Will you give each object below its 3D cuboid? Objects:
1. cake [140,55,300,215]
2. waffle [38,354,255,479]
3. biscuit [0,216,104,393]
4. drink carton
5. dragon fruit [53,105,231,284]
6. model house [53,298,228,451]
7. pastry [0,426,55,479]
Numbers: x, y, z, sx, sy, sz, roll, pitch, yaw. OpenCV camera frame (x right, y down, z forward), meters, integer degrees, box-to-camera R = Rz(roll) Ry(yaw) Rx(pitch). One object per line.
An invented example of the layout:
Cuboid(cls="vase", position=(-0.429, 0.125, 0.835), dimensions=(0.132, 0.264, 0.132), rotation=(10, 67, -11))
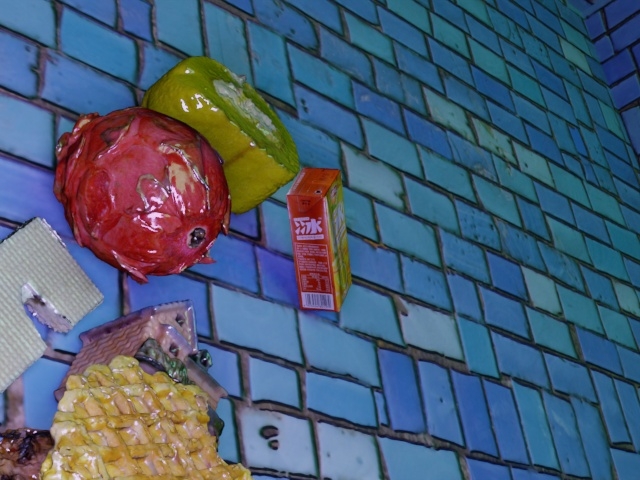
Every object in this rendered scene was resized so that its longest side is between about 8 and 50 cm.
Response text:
Cuboid(cls="cake", position=(-0.163, -0.175, 1.653), dimensions=(0.260, 0.156, 0.179), rotation=(44, 20, -28))
Cuboid(cls="waffle", position=(-0.165, 0.235, 1.087), dimensions=(0.291, 0.051, 0.291), rotation=(35, 21, -16))
Cuboid(cls="biscuit", position=(-0.377, 0.082, 1.266), dimensions=(0.147, 0.046, 0.250), rotation=(52, 33, -10))
Cuboid(cls="drink carton", position=(0.000, 0.000, 1.678), dimensions=(0.096, 0.071, 0.223), rotation=(-63, 151, -53))
Cuboid(cls="dragon fruit", position=(-0.241, -0.067, 1.396), dimensions=(0.241, 0.252, 0.241), rotation=(-18, 113, -50))
Cuboid(cls="model house", position=(-0.204, 0.168, 1.321), dimensions=(0.183, 0.166, 0.172), rotation=(53, 29, -27))
Cuboid(cls="pastry", position=(-0.284, 0.321, 1.089), dimensions=(0.275, 0.193, 0.275), rotation=(17, 39, -15))
